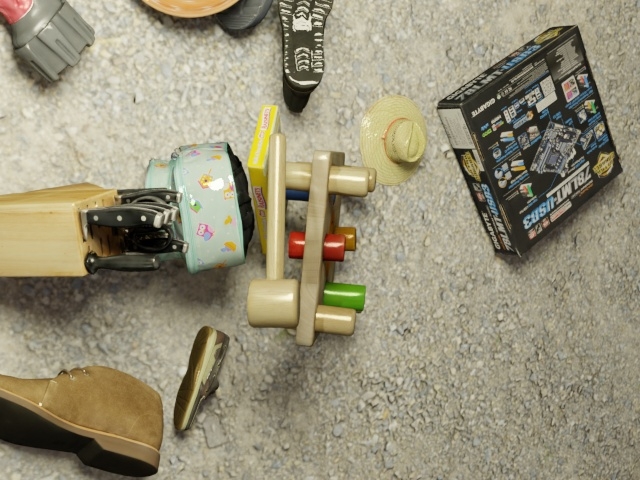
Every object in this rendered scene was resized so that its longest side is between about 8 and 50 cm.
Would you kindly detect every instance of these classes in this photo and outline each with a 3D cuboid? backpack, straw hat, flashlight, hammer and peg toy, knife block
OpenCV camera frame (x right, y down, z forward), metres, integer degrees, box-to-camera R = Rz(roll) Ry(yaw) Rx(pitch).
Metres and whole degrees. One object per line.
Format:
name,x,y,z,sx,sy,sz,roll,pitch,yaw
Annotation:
backpack,-0.156,-0.041,1.238,0.144,0.188,0.165,-8,104,-13
straw hat,0.132,-0.155,1.478,0.144,0.061,0.144,-6,101,-31
flashlight,-0.400,-0.313,1.093,0.103,0.103,0.304,-38,120,7
hammer and peg toy,0.000,0.000,1.259,0.127,0.361,0.266,6,95,6
knife block,-0.302,-0.007,1.106,0.276,0.242,0.088,-10,102,-25

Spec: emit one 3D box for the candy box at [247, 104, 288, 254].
candy box,-0.069,-0.078,1.289,0.206,0.027,0.105,86,14,-56

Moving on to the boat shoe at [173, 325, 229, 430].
boat shoe,-0.166,0.200,1.348,0.049,0.056,0.152,20,87,-28

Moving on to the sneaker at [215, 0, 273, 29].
sneaker,-0.060,-0.440,1.290,0.131,0.112,0.319,-9,117,-60

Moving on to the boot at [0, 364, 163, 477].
boot,-0.342,0.209,1.234,0.305,0.112,0.115,27,53,-28

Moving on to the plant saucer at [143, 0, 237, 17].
plant saucer,-0.167,-0.388,1.219,0.200,0.037,0.200,0,99,1

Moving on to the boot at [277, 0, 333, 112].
boot,-0.030,-0.288,1.334,0.077,0.137,0.197,9,79,-5

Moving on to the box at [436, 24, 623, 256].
box,0.367,-0.172,1.619,0.295,0.073,0.293,-36,116,-23
